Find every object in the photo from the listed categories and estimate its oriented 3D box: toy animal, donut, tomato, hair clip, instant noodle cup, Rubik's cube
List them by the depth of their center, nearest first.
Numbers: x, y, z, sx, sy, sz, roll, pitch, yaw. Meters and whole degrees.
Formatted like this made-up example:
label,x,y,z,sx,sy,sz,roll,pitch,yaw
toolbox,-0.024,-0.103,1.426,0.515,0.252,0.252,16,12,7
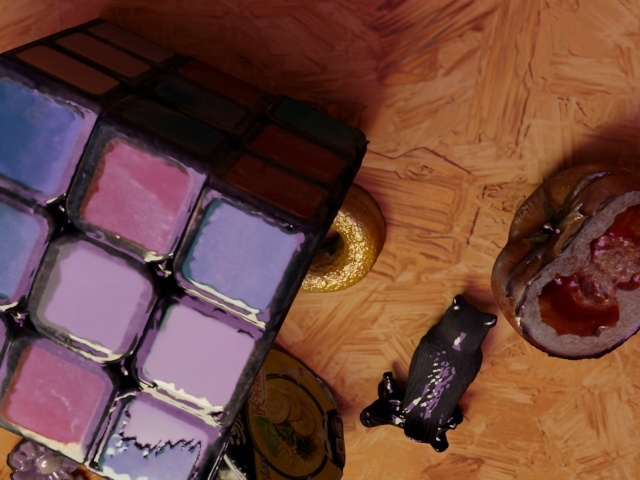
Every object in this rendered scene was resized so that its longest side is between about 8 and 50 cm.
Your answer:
label,x,y,z,sx,sy,sz,roll,pitch,yaw
Rubik's cube,-0.189,0.005,1.461,0.358,0.362,0.363,24,110,3
tomato,0.277,0.005,1.530,0.180,0.155,0.214,35,105,-30
donut,0.000,0.000,1.654,0.151,0.058,0.152,5,123,7
toy animal,0.132,0.162,1.697,0.121,0.117,0.210,24,128,5
instant noodle cup,-0.118,0.270,1.792,0.215,0.215,0.236,43,131,-16
hair clip,-0.371,0.315,1.943,0.106,0.084,0.292,-22,131,-25
